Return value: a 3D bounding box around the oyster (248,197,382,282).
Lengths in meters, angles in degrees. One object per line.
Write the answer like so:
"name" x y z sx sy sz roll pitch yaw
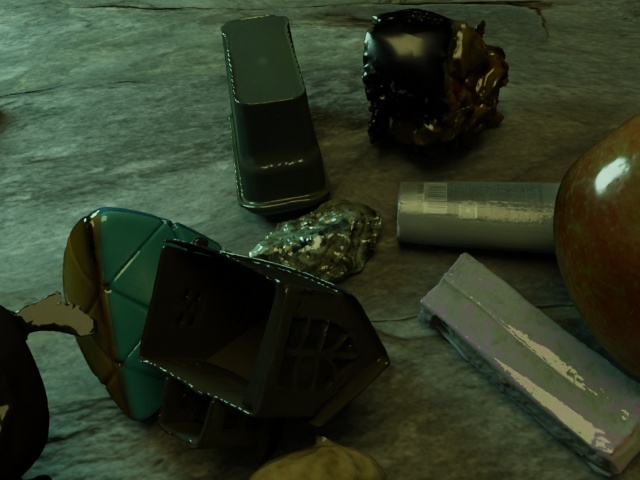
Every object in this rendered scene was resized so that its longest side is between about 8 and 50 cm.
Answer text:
"oyster" 0.000 0.000 0.967 0.125 0.064 0.177 28 56 31

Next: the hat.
"hat" -0.377 0.167 0.747 0.336 0.209 0.238 -4 78 32

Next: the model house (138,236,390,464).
"model house" -0.041 0.125 0.781 0.211 0.243 0.204 15 90 41

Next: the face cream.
"face cream" 0.237 -0.033 0.960 0.269 0.073 0.107 2 58 8

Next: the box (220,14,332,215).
"box" -0.076 -0.186 1.049 0.138 0.178 0.274 -12 46 -4

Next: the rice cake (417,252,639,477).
"rice cake" 0.241 0.135 0.831 0.106 0.050 0.298 -34 55 -23

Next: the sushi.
"sushi" 0.169 -0.229 1.057 0.204 0.200 0.213 9 28 13

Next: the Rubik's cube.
"Rubik's cube" -0.179 0.091 0.861 0.254 0.254 0.254 -3 49 4

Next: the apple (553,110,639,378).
"apple" 0.396 -0.019 0.760 0.319 0.319 0.277 -31 72 -20

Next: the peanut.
"peanut" -0.030 0.278 0.685 0.129 0.129 0.224 31 56 28
